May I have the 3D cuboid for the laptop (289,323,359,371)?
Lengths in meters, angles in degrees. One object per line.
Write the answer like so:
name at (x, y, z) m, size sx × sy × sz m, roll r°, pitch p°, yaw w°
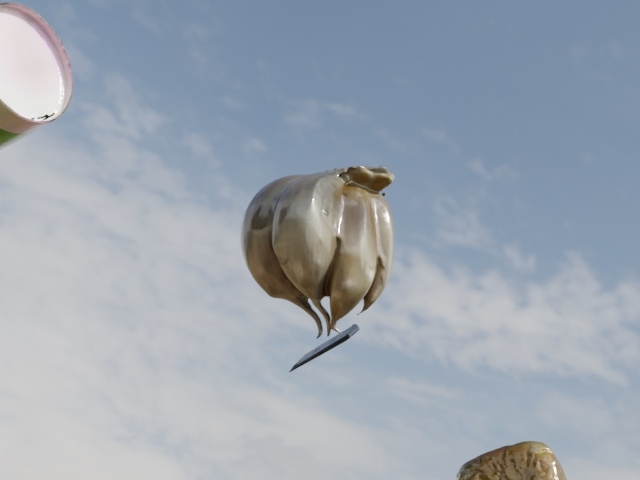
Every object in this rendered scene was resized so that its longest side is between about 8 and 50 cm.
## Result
laptop at (0.008, 0.204, 1.953) m, size 0.135 × 0.016 × 0.197 m, roll -31°, pitch -4°, yaw 5°

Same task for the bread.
bread at (0.347, 0.494, 1.760) m, size 0.195 × 0.246 × 0.176 m, roll -18°, pitch -39°, yaw 13°

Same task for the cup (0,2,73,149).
cup at (-0.542, -0.232, 1.573) m, size 0.274 × 0.253 × 0.253 m, roll -13°, pitch -36°, yaw 30°

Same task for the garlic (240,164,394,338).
garlic at (0.000, 0.000, 1.654) m, size 0.237 × 0.292 × 0.210 m, roll 29°, pitch -18°, yaw -24°
